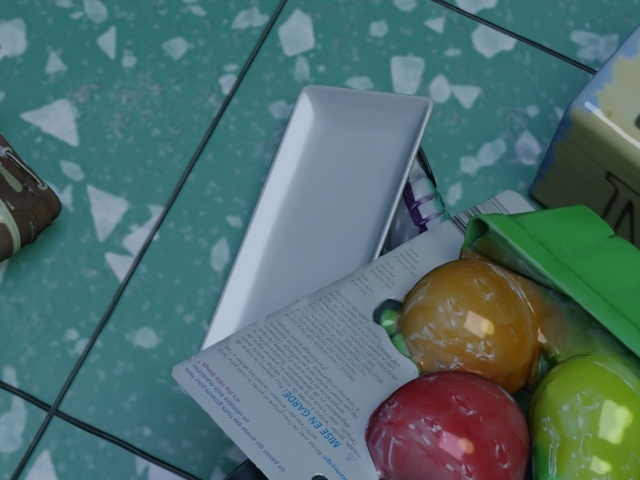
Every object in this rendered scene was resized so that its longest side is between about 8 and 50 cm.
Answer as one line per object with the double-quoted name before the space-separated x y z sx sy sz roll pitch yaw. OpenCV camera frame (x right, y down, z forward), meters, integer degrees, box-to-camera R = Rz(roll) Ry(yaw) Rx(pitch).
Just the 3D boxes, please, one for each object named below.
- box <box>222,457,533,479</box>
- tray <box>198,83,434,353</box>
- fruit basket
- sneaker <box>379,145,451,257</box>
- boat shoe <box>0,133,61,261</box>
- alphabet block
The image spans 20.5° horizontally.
"box" 0.096 0.249 1.405 0.242 0.076 0.307 -37 76 -16
"tray" 0.000 0.000 1.477 0.145 0.030 0.270 11 74 38
"fruit basket" 0.124 0.130 1.297 0.353 0.165 0.327 -31 56 -26
"sneaker" 0.073 0.013 1.507 0.098 0.083 0.223 -25 65 7
"boat shoe" -0.319 -0.097 1.511 0.095 0.095 0.257 -33 80 -29
"alphabet block" 0.320 -0.077 1.485 0.197 0.193 0.192 40 73 11
